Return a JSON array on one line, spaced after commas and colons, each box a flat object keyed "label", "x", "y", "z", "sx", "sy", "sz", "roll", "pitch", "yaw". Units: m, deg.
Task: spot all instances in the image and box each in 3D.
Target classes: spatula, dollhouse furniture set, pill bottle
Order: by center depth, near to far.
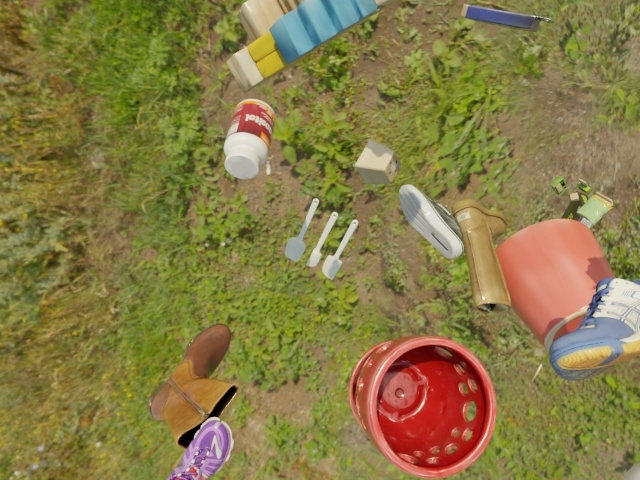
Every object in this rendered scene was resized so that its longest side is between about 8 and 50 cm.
[{"label": "pill bottle", "x": -0.139, "y": -0.196, "z": 0.893, "sx": 0.086, "sy": 0.151, "sz": 0.086, "roll": 4, "pitch": 145, "yaw": 3}, {"label": "dollhouse furniture set", "x": 0.715, "y": -0.121, "z": 1.264, "sx": 0.076, "sy": 0.059, "sz": 0.151, "roll": -48, "pitch": 44, "yaw": 10}, {"label": "spatula", "x": 0.000, "y": 0.000, "z": 1.293, "sx": 0.168, "sy": 0.019, "sz": 0.242, "roll": 30, "pitch": 133, "yaw": 6}]

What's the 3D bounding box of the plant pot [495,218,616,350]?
[{"label": "plant pot", "x": 0.583, "y": 0.124, "z": 1.111, "sx": 0.275, "sy": 0.243, "sz": 0.274, "roll": -4, "pitch": 134, "yaw": -4}]

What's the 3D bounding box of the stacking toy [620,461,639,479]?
[{"label": "stacking toy", "x": 0.395, "y": 0.396, "z": 0.414, "sx": 0.351, "sy": 0.350, "sz": 0.479, "roll": -17, "pitch": 109, "yaw": 35}]

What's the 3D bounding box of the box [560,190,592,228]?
[{"label": "box", "x": 0.882, "y": -0.052, "z": 1.603, "sx": 0.045, "sy": 0.184, "sz": 0.190, "roll": 17, "pitch": 123, "yaw": 6}]

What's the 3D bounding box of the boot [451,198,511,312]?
[{"label": "boot", "x": 0.421, "y": 0.051, "z": 1.151, "sx": 0.089, "sy": 0.236, "sz": 0.269, "roll": -31, "pitch": 56, "yaw": 40}]

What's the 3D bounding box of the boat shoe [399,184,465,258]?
[{"label": "boat shoe", "x": 0.404, "y": -0.074, "z": 1.614, "sx": 0.335, "sy": 0.119, "sz": 0.121, "roll": 57, "pitch": 153, "yaw": 28}]

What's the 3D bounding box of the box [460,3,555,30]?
[{"label": "box", "x": 0.508, "y": -0.598, "z": 1.242, "sx": 0.225, "sy": 0.136, "sz": 0.036, "roll": 22, "pitch": 118, "yaw": 23}]

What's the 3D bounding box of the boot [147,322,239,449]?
[{"label": "boot", "x": -0.249, "y": 0.291, "z": 0.990, "sx": 0.096, "sy": 0.264, "sz": 0.281, "roll": 55, "pitch": 150, "yaw": -14}]

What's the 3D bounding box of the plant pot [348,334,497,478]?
[{"label": "plant pot", "x": 0.144, "y": 0.240, "z": 0.710, "sx": 0.191, "sy": 0.191, "sz": 0.174, "roll": 57, "pitch": 168, "yaw": 3}]

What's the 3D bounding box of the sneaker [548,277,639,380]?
[{"label": "sneaker", "x": 0.463, "y": 0.131, "z": 0.737, "sx": 0.111, "sy": 0.297, "sz": 0.130, "roll": 114, "pitch": 141, "yaw": -51}]

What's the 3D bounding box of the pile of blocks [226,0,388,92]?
[{"label": "pile of blocks", "x": 0.030, "y": -0.284, "z": 0.466, "sx": 0.362, "sy": 0.149, "sz": 0.112, "roll": -24, "pitch": 109, "yaw": 21}]

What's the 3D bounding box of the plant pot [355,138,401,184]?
[{"label": "plant pot", "x": 0.192, "y": -0.241, "z": 1.461, "sx": 0.096, "sy": 0.109, "sz": 0.109, "roll": 21, "pitch": 74, "yaw": 36}]

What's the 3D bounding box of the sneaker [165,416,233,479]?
[{"label": "sneaker", "x": -0.198, "y": 0.362, "z": 0.720, "sx": 0.068, "sy": 0.071, "sz": 0.169, "roll": 30, "pitch": 83, "yaw": 9}]
